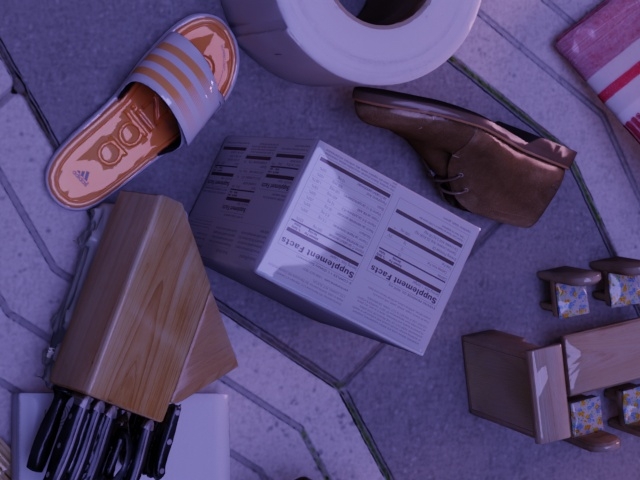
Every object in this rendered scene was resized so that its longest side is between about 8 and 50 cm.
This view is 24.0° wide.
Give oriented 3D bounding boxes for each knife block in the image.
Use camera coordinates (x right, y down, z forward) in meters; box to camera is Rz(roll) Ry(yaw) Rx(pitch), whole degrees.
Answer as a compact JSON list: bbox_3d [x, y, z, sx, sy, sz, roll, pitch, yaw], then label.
[{"bbox_3d":[-0.215,0.116,1.509,0.242,0.088,0.275,-29,111,-32],"label":"knife block"}]

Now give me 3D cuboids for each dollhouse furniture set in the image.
[{"bbox_3d":[0.313,0.147,1.767,0.242,0.161,0.212,-11,99,-21],"label":"dollhouse furniture set"}]

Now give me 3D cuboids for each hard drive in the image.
[{"bbox_3d":[-0.206,0.337,1.583,0.233,0.047,0.353,3,78,-23],"label":"hard drive"}]

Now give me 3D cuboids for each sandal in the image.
[{"bbox_3d":[-0.175,-0.128,1.585,0.265,0.076,0.102,-48,110,-12],"label":"sandal"}]

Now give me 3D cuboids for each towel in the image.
[{"bbox_3d":[0.470,-0.182,1.799,0.237,0.037,0.329,-38,82,-14],"label":"towel"}]

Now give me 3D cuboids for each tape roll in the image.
[{"bbox_3d":[0.031,-0.286,1.607,0.246,0.169,0.246,-2,95,-23],"label":"tape roll"}]

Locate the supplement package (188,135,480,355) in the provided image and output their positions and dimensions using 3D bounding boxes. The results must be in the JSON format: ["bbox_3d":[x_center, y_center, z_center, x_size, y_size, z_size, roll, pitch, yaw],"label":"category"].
[{"bbox_3d":[0.000,0.000,1.568,0.204,0.262,0.145,28,84,-22],"label":"supplement package"}]

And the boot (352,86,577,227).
[{"bbox_3d":[0.155,-0.093,1.704,0.305,0.112,0.115,18,99,-32],"label":"boot"}]

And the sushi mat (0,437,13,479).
[{"bbox_3d":[-0.332,0.328,1.592,0.151,0.019,0.316,-43,109,-15],"label":"sushi mat"}]

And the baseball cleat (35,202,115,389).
[{"bbox_3d":[-0.222,0.067,1.586,0.109,0.072,0.206,18,89,-23],"label":"baseball cleat"}]

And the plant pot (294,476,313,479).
[{"bbox_3d":[0.052,0.394,1.633,0.230,0.215,0.215,21,87,-13],"label":"plant pot"}]
